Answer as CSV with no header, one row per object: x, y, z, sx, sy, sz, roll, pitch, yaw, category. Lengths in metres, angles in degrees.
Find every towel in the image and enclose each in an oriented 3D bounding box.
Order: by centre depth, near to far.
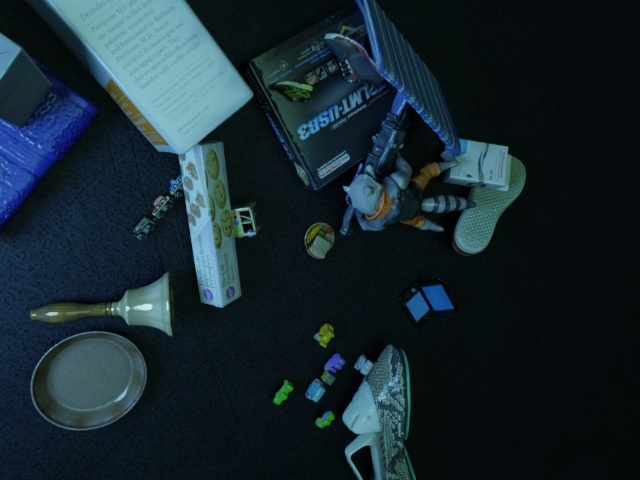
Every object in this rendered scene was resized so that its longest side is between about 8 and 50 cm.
-0.544,-0.164,0.754,0.228,0.076,0.308,38,83,-21,towel
0.186,-0.337,0.986,0.336,0.040,0.243,28,44,-45,towel

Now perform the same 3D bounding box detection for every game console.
0.284,0.169,1.245,0.107,0.071,0.122,-40,115,-15,game console

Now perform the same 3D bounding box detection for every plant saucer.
-0.441,0.264,0.910,0.199,0.036,0.198,-6,104,-26,plant saucer

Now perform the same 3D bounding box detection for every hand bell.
-0.402,0.129,0.880,0.242,0.126,0.126,-4,102,-15,hand bell

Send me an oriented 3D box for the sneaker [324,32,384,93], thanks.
0.065,-0.353,0.954,0.158,0.061,0.065,29,93,-28,sneaker

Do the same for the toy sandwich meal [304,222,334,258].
0.000,0.000,1.087,0.086,0.029,0.085,-6,103,-26,toy sandwich meal

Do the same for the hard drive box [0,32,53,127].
-0.471,-0.243,0.606,0.181,0.232,0.089,34,83,-23,hard drive box

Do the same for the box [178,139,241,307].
-0.214,-0.031,0.928,0.067,0.063,0.324,-28,120,-54,box

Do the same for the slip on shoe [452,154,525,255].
0.443,-0.098,1.265,0.123,0.101,0.331,31,71,6,slip on shoe

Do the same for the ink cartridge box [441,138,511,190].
0.407,-0.190,1.195,0.180,0.060,0.104,7,84,-5,ink cartridge box

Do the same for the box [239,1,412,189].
0.025,-0.308,1.016,0.295,0.073,0.293,-35,113,-16,box

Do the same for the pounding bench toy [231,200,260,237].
-0.173,-0.038,0.976,0.083,0.052,0.065,-7,107,7,pounding bench toy

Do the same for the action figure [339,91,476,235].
0.195,-0.133,1.042,0.330,0.178,0.341,-9,128,-38,action figure

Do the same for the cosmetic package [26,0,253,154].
-0.329,-0.358,0.731,0.161,0.230,0.453,-44,115,-12,cosmetic package

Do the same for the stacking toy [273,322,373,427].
0.008,0.333,1.152,0.167,0.052,0.221,41,82,-26,stacking toy

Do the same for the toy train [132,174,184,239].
-0.308,-0.070,0.917,0.036,0.027,0.158,41,81,-17,toy train

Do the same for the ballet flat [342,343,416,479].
0.149,0.504,1.208,0.182,0.164,0.482,-10,108,-9,ballet flat

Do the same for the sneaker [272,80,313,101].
-0.053,-0.290,0.923,0.083,0.031,0.035,0,101,-25,sneaker
